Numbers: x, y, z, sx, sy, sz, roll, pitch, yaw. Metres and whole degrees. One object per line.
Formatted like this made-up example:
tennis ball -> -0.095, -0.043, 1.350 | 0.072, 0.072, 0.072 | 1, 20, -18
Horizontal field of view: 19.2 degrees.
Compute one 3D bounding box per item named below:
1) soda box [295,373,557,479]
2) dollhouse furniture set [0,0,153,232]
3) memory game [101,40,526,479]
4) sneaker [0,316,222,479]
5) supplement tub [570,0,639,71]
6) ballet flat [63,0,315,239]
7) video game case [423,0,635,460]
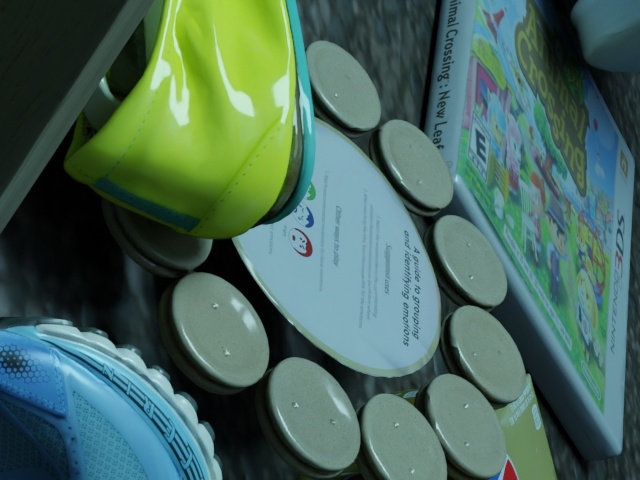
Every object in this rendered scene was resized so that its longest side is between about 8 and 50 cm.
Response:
soda box -> 0.024, 0.102, 0.625 | 0.181, 0.061, 0.058 | -36, 113, -63
dollhouse furniture set -> -0.081, -0.103, 0.390 | 0.151, 0.144, 0.123 | 38, 30, 0
memory game -> 0.000, 0.000, 0.600 | 0.186, 0.012, 0.186 | 33, 38, -30
sneaker -> -0.056, 0.090, 0.460 | 0.162, 0.063, 0.073 | 67, 30, -24
supplement tub -> 0.181, -0.237, 0.933 | 0.191, 0.191, 0.272 | 7, 70, -64
ballet flat -> -0.050, -0.110, 0.547 | 0.077, 0.077, 0.231 | 8, 63, -28
video game case -> 0.105, -0.032, 0.902 | 0.212, 0.023, 0.193 | 55, 34, -42
